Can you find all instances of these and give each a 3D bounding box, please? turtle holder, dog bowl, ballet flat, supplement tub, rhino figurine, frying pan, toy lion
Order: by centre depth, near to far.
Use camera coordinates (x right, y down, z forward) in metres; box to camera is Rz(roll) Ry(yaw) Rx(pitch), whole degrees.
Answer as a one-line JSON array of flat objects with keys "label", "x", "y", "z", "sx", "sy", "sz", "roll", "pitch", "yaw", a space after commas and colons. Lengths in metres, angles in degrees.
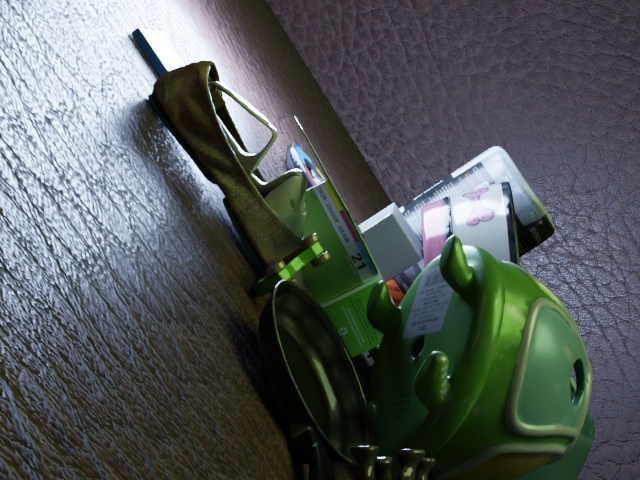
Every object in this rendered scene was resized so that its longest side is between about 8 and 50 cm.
[{"label": "rhino figurine", "x": 0.074, "y": 0.255, "z": 1.276, "sx": 0.243, "sy": 0.073, "sz": 0.106, "roll": 48, "pitch": 43, "yaw": -71}, {"label": "frying pan", "x": 0.004, "y": 0.181, "z": 1.308, "sx": 0.197, "sy": 0.053, "sz": 0.326, "roll": 47, "pitch": 24, "yaw": -45}, {"label": "turtle holder", "x": 0.172, "y": 0.171, "z": 1.491, "sx": 0.227, "sy": 0.243, "sz": 0.320, "roll": 26, "pitch": 40, "yaw": -20}, {"label": "toy lion", "x": -0.042, "y": 0.034, "z": 1.534, "sx": 0.100, "sy": 0.096, "sz": 0.034, "roll": -39, "pitch": 97, "yaw": -42}, {"label": "ballet flat", "x": -0.082, "y": -0.078, "z": 1.623, "sx": 0.316, "sy": 0.106, "sz": 0.107, "roll": 57, "pitch": 8, "yaw": -3}, {"label": "dog bowl", "x": 0.249, "y": 0.107, "z": 2.267, "sx": 0.408, "sy": 0.150, "sz": 0.408, "roll": -2, "pitch": 90, "yaw": -85}, {"label": "supplement tub", "x": 0.256, "y": -0.009, "z": 2.613, "sx": 0.207, "sy": 0.338, "sz": 0.207, "roll": 55, "pitch": 7, "yaw": -10}]

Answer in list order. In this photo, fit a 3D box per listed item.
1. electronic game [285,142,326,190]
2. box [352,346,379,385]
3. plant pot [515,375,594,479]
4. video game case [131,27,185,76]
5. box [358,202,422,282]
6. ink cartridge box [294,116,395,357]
[{"label": "electronic game", "x": 0.009, "y": -0.073, "z": 2.421, "sx": 0.229, "sy": 0.048, "sz": 0.229, "roll": 56, "pitch": 7, "yaw": -11}, {"label": "box", "x": 0.109, "y": 0.208, "z": 1.886, "sx": 0.184, "sy": 0.045, "sz": 0.191, "roll": 61, "pitch": 8, "yaw": 4}, {"label": "plant pot", "x": 0.226, "y": 0.234, "z": 1.720, "sx": 0.290, "sy": 0.195, "sz": 0.290, "roll": 48, "pitch": 23, "yaw": -27}, {"label": "video game case", "x": -0.202, "y": -0.234, "z": 1.863, "sx": 0.119, "sy": 0.015, "sz": 0.166, "roll": 57, "pitch": 8, "yaw": -3}, {"label": "box", "x": 0.089, "y": 0.017, "z": 2.234, "sx": 0.091, "sy": 0.130, "sz": 0.170, "roll": 57, "pitch": 8, "yaw": -4}, {"label": "ink cartridge box", "x": 0.000, "y": 0.000, "z": 1.704, "sx": 0.188, "sy": 0.097, "sz": 0.255, "roll": 63, "pitch": 0, "yaw": 42}]
